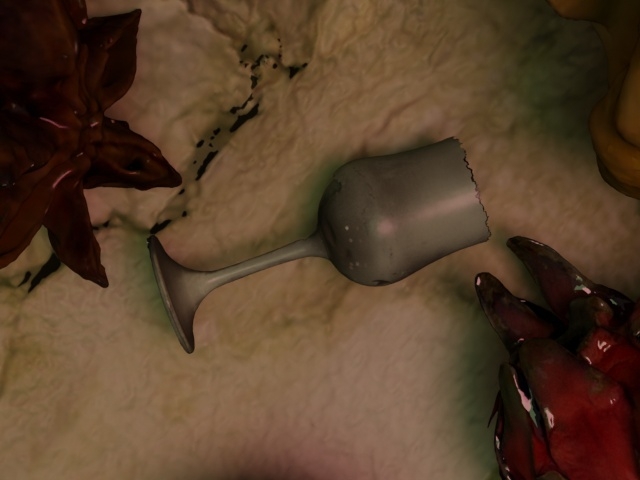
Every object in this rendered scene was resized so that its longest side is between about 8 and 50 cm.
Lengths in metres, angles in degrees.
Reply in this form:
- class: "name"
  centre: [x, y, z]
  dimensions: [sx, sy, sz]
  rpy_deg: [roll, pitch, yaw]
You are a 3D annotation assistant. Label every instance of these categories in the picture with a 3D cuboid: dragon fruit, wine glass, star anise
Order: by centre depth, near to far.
- class: "star anise"
  centre: [-0.151, -0.071, 0.559]
  dimensions: [0.111, 0.212, 0.196]
  rpy_deg: [22, 122, 19]
- class: "dragon fruit"
  centre: [0.195, 0.114, 0.614]
  dimensions: [0.274, 0.192, 0.193]
  rpy_deg: [32, 78, -9]
- class: "wine glass"
  centre: [0.000, 0.000, 0.630]
  dimensions: [0.195, 0.079, 0.079]
  rpy_deg: [-19, 101, -2]

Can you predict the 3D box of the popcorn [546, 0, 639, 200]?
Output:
- class: "popcorn"
  centre: [0.238, -0.148, 0.539]
  dimensions: [0.316, 0.281, 0.297]
  rpy_deg: [38, 55, -29]
